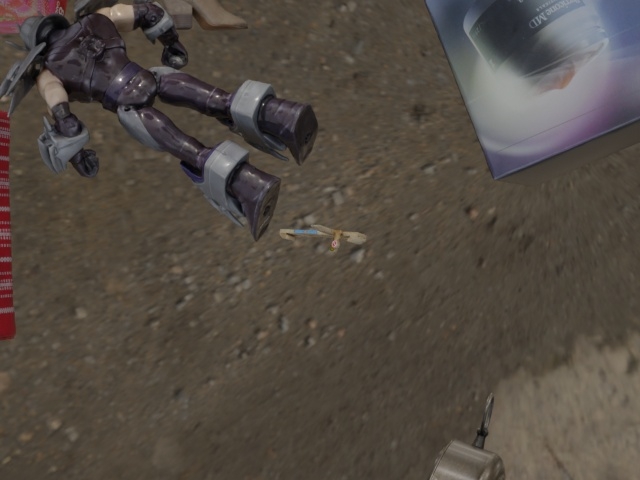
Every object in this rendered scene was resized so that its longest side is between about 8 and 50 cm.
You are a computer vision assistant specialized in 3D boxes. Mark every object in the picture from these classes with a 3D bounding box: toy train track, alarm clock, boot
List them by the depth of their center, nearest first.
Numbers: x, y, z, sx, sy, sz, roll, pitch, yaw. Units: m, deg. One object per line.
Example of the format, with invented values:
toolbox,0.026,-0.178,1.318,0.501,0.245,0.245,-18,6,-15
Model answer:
toy train track,0.000,0.000,0.905,0.083,0.048,0.014,4,79,47
alarm clock,0.132,0.231,1.123,0.064,0.129,0.192,14,83,19
boot,-0.145,-0.306,1.542,0.042,0.118,0.087,-2,92,54

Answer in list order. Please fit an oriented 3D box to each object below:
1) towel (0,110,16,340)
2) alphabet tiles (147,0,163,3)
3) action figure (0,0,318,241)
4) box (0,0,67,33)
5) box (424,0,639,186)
towel,-0.384,-0.018,1.370,0.031,0.199,0.274,-2,88,9
alphabet tiles,-0.218,-0.393,1.579,0.009,0.237,0.198,0,69,16
action figure,-0.151,-0.119,1.064,0.285,0.099,0.185,30,73,11
box,-0.484,-0.360,1.611,0.300,0.142,0.154,1,75,21
box,0.295,-0.250,1.382,0.296,0.183,0.294,-24,82,22
